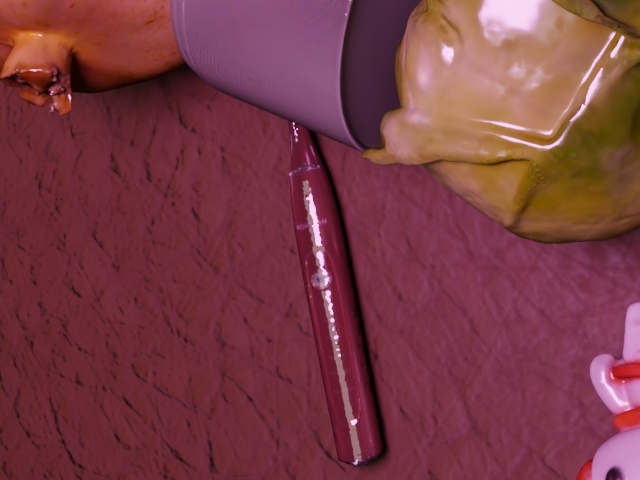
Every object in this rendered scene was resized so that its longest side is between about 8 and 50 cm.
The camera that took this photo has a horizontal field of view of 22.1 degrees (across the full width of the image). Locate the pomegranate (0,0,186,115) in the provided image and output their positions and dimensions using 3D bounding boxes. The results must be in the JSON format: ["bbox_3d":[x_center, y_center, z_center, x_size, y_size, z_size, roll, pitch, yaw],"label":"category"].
[{"bbox_3d":[-0.183,-0.248,1.246,0.319,0.319,0.319,3,95,30],"label":"pomegranate"}]

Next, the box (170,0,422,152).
[{"bbox_3d":[0.017,-0.191,1.176,0.149,0.226,0.226,25,106,26],"label":"box"}]

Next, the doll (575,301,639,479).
[{"bbox_3d":[0.252,0.188,1.126,0.161,0.130,0.290,-1,79,17],"label":"doll"}]

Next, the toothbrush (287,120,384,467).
[{"bbox_3d":[0.000,0.000,1.311,0.041,0.041,0.364,-11,88,30],"label":"toothbrush"}]

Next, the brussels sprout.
[{"bbox_3d":[0.163,-0.132,1.072,0.227,0.294,0.259,38,109,35],"label":"brussels sprout"}]
